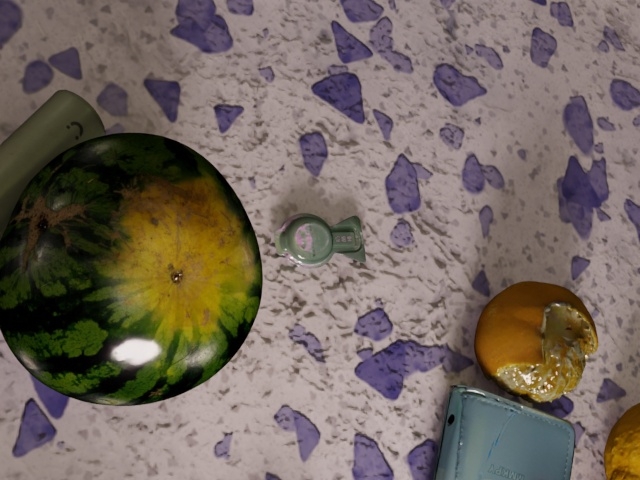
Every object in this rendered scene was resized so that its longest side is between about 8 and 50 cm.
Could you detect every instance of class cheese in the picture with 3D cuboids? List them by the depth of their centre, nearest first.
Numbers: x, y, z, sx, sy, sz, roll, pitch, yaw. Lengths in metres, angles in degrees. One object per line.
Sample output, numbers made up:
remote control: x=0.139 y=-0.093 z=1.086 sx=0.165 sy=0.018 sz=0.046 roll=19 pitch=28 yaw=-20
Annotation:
cheese: x=0.000 y=0.000 z=1.450 sx=0.120 sy=0.026 sz=0.067 roll=-2 pitch=78 yaw=-31

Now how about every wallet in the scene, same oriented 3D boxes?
wallet: x=0.207 y=0.314 z=1.455 sx=0.176 sy=0.075 sz=0.251 roll=22 pitch=67 yaw=-20

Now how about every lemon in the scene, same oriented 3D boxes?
lemon: x=0.428 y=0.273 z=1.556 sx=0.187 sy=0.142 sz=0.142 roll=-32 pitch=94 yaw=-38

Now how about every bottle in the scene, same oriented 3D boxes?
bottle: x=-0.310 y=-0.066 z=1.262 sx=0.072 sy=0.072 sz=0.201 roll=45 pitch=59 yaw=-12

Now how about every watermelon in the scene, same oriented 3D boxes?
watermelon: x=-0.185 y=0.029 z=1.204 sx=0.269 sy=0.269 sz=0.269 roll=9 pitch=72 yaw=-28

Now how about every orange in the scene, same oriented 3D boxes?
orange: x=0.266 y=0.123 z=1.511 sx=0.156 sy=0.134 sz=0.157 roll=7 pitch=68 yaw=-17
